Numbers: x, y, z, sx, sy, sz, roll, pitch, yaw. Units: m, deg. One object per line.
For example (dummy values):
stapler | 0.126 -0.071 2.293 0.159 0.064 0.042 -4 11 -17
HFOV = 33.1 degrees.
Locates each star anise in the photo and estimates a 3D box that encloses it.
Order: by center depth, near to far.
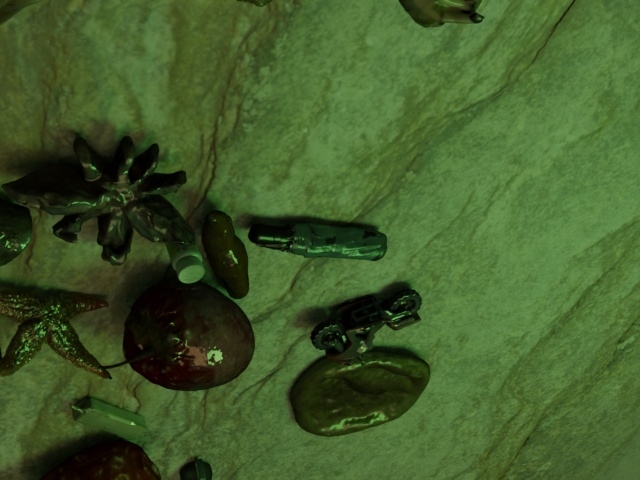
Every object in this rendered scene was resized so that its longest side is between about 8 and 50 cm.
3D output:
star anise | -0.279 -0.045 1.486 0.198 0.111 0.257 -29 136 9

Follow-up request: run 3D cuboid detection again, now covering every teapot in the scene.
teapot | -0.246 0.480 2.178 0.066 0.057 0.088 -6 140 -21

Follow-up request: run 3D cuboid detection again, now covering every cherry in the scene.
cherry | -0.200 0.159 1.717 0.192 0.175 0.249 -32 144 27

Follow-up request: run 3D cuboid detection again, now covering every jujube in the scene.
jujube | -0.419 0.473 1.998 0.250 0.174 0.174 -25 143 0

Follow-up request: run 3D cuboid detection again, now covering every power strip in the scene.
power strip | -0.382 0.320 1.940 0.047 0.030 0.191 -35 141 18

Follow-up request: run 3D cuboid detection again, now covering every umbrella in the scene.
umbrella | 0.001 -0.001 1.718 0.250 0.052 0.053 7 135 -33

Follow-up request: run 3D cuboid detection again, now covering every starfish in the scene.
starfish | -0.428 0.143 1.625 0.247 0.138 0.050 5 172 -40

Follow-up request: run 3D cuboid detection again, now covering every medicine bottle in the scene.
medicine bottle | -0.204 0.021 1.620 0.047 0.083 0.047 -14 140 -12

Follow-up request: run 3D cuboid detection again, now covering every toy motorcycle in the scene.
toy motorcycle | 0.085 0.157 1.930 0.212 0.084 0.118 -21 135 -9

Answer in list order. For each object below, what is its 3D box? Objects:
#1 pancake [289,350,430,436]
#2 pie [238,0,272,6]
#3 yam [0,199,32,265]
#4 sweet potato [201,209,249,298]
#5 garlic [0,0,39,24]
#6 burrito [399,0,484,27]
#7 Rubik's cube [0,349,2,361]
pancake | 0.080 0.304 2.130 0.294 0.049 0.294 -13 143 -10
pie | -0.021 -0.391 1.220 0.128 0.068 0.282 23 124 -35
yam | -0.484 -0.016 1.430 0.183 0.107 0.107 9 133 -35
sweet potato | -0.145 0.030 1.680 0.067 0.067 0.274 -17 148 -6
garlic | -0.305 -0.319 1.073 0.256 0.207 0.207 -29 143 -3
burrito | 0.177 -0.407 1.244 0.190 0.135 0.332 15 133 -27
Rubik's cube | -0.544 0.169 1.627 0.092 0.092 0.092 10 132 -34
